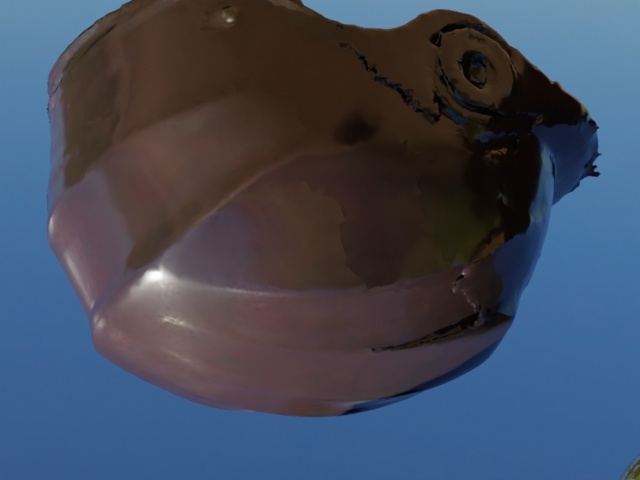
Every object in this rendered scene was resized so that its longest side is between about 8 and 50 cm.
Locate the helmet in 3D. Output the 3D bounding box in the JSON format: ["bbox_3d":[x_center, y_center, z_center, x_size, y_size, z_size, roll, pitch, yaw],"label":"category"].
[{"bbox_3d":[0.000,0.000,0.879,0.305,0.177,0.225,14,147,-13],"label":"helmet"}]

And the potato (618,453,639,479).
[{"bbox_3d":[0.264,0.155,0.873,0.251,0.159,0.174,6,-150,-36],"label":"potato"}]
